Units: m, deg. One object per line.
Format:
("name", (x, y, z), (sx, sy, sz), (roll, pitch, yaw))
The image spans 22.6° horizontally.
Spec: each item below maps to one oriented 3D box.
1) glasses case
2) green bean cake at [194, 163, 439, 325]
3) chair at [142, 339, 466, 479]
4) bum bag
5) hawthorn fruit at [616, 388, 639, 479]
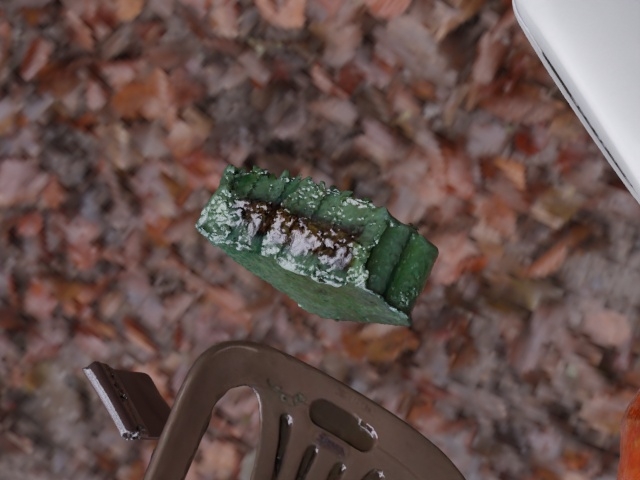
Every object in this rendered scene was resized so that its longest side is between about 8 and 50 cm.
("glasses case", (0.216, -0.105, 1.079), (0.233, 0.092, 0.059), (57, 174, 12))
("green bean cake", (0.000, 0.000, 1.622), (0.193, 0.107, 0.208), (37, 166, -26))
("chair", (-0.027, 0.189, 0.702), (0.175, 0.326, 0.183), (31, 158, -7))
("bum bag", (-0.227, 0.201, 1.986), (0.026, 0.159, 0.109), (-40, 70, 13))
("hawthorn fruit", (0.291, 0.138, 0.973), (0.241, 0.242, 0.271), (8, 170, 21))
